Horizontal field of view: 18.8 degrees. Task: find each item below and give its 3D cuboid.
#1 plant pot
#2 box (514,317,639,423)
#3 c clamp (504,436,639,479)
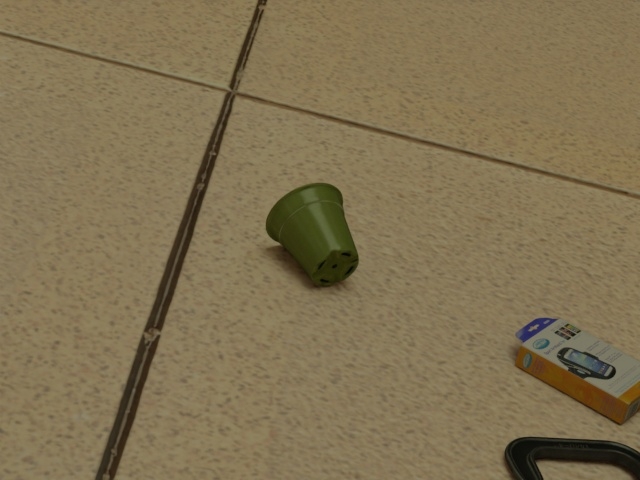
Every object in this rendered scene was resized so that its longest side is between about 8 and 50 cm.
[{"bbox_3d":[0.000,0.000,1.892,0.083,0.083,0.079,-4,47,-31],"label":"plant pot"},{"bbox_3d":[0.250,0.120,1.842,0.136,0.028,0.081,28,31,26],"label":"box"},{"bbox_3d":[0.227,0.212,1.679,0.161,0.022,0.137,1,27,-21],"label":"c clamp"}]
